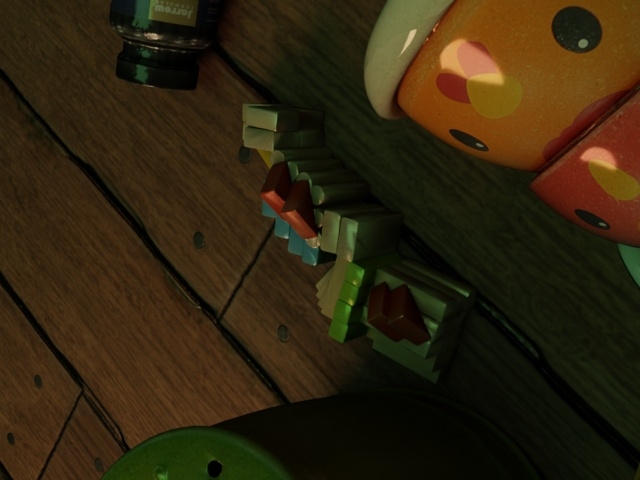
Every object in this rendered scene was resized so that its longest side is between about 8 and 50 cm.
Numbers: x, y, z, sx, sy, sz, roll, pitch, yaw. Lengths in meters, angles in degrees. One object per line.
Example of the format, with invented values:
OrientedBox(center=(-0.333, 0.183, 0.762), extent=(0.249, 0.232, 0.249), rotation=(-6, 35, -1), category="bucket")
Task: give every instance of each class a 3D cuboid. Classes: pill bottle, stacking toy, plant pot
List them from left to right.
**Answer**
OrientedBox(center=(-0.170, -0.285, 1.015), extent=(0.123, 0.123, 0.219), rotation=(21, 109, 34), category="pill bottle")
OrientedBox(center=(-0.015, 0.287, 0.764), extent=(0.366, 0.353, 0.366), rotation=(-9, 71, 27), category="plant pot")
OrientedBox(center=(0.296, -0.069, 0.603), extent=(0.480, 0.350, 0.350), rotation=(47, 123, 7), category="stacking toy")

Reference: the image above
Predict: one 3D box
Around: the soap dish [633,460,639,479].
OrientedBox(center=(0.342, 0.236, 0.629), extent=(0.291, 0.229, 0.118), rotation=(1, 129, 37), category="soap dish")

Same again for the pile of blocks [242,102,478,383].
OrientedBox(center=(0.000, 0.000, 0.933), extent=(0.362, 0.112, 0.149), rotation=(52, 123, 20), category="pile of blocks")

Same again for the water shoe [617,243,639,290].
OrientedBox(center=(0.327, 0.057, 0.729), extent=(0.080, 0.073, 0.203), rotation=(-43, 77, 15), category="water shoe")
